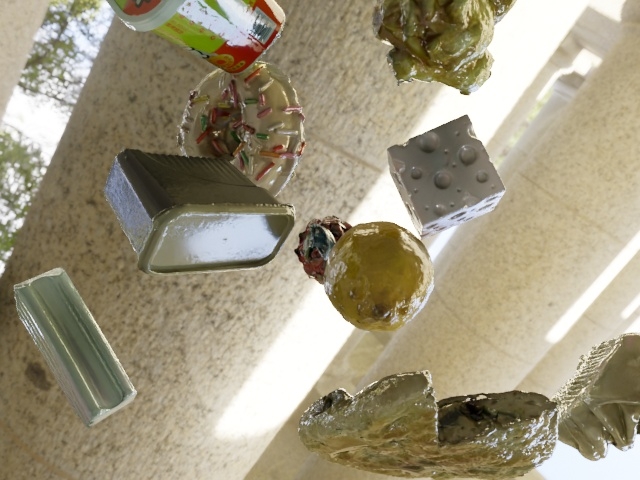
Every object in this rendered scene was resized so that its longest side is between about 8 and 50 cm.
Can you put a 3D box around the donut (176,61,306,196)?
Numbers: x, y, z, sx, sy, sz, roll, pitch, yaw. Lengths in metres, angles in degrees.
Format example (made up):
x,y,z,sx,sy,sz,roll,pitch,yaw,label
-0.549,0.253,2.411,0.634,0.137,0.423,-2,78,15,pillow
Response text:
x,y,z,sx,sy,sz,roll,pitch,yaw,label
-0.207,-0.259,1.422,0.143,0.382,0.382,-1,-142,-51,donut

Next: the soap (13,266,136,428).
x,y,z,sx,sy,sz,roll,pitch,yaw,label
-0.466,0.204,1.088,0.095,0.173,0.289,-28,-101,-33,soap

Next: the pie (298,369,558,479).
x,y,z,sx,sy,sz,roll,pitch,yaw,label
0.135,0.258,0.758,0.338,0.337,0.075,24,-131,-25,pie

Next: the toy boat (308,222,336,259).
x,y,z,sx,sy,sz,roll,pitch,yaw,label
0.000,0.000,1.532,0.061,0.060,0.137,8,-145,-23,toy boat

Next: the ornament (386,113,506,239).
x,y,z,sx,sy,sz,roll,pitch,yaw,label
0.345,-0.170,1.622,0.240,0.239,0.239,51,-164,-77,ornament

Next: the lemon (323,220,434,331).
x,y,z,sx,sy,sz,roll,pitch,yaw,label
0.108,0.065,1.072,0.204,0.204,0.260,30,-155,-10,lemon

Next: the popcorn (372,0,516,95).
x,y,z,sx,sy,sz,roll,pitch,yaw,label
0.277,-0.505,1.268,0.290,0.326,0.320,18,-123,-69,popcorn

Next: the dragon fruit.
x,y,z,sx,sy,sz,roll,pitch,yaw,label
0.064,0.034,1.772,0.293,0.233,0.233,1,-145,-36,dragon fruit

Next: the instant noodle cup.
x,y,z,sx,sy,sz,roll,pitch,yaw,label
-0.249,-0.515,1.207,0.294,0.293,0.308,44,-169,29,instant noodle cup

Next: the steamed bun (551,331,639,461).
x,y,z,sx,sy,sz,roll,pitch,yaw,label
0.805,0.439,1.567,0.247,0.352,0.339,33,158,12,steamed bun

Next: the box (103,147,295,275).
x,y,z,sx,sy,sz,roll,pitch,yaw,label
-0.190,-0.052,0.922,0.274,0.138,0.178,-2,-138,-50,box
